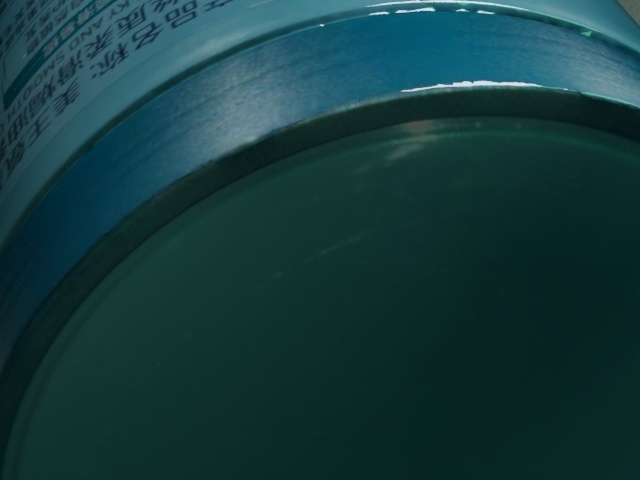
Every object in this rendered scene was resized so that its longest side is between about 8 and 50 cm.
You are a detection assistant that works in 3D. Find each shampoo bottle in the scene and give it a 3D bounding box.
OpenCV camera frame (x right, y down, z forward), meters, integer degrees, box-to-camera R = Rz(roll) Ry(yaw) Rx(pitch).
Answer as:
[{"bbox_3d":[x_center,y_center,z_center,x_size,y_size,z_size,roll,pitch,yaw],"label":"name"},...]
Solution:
[{"bbox_3d":[0.000,0.000,0.763,0.331,0.331,0.343,31,20,-29],"label":"shampoo bottle"}]
